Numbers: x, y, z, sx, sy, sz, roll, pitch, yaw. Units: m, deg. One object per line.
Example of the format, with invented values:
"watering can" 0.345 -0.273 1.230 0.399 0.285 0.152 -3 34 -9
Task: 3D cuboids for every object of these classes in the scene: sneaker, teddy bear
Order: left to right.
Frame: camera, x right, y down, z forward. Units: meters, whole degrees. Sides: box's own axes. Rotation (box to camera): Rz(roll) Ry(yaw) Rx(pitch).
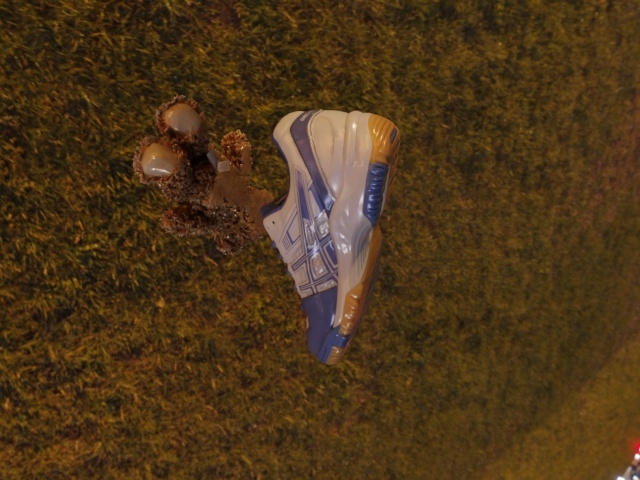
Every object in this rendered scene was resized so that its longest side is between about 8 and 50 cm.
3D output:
"teddy bear" -0.216 -0.109 0.936 0.338 0.113 0.244 24 70 -62
"sneaker" 0.000 0.000 0.555 0.112 0.131 0.296 -52 153 -61
